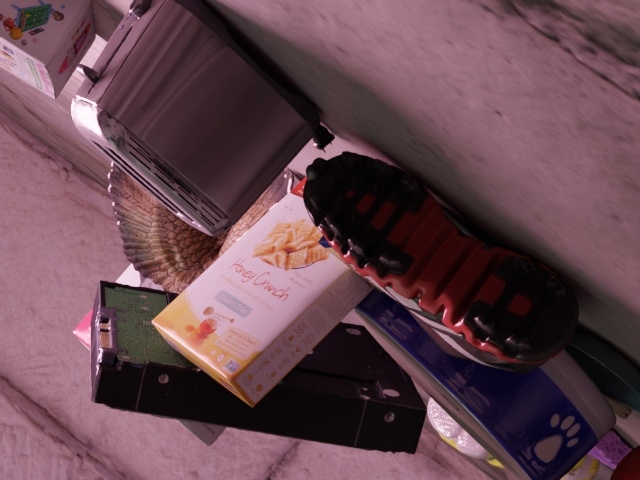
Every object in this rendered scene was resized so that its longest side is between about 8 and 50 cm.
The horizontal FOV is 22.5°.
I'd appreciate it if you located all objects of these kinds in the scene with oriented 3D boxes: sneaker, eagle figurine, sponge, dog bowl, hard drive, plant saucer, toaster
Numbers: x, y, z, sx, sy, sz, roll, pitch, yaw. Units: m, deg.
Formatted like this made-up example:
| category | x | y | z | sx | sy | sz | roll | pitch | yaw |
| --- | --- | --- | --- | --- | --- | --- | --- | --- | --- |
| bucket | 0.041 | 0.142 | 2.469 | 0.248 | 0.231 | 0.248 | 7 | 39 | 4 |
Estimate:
| category | x | y | z | sx | sy | sz | roll | pitch | yaw |
| --- | --- | --- | --- | --- | --- | --- | --- | --- | --- |
| sneaker | 0.256 | 0.265 | 2.102 | 0.240 | 0.091 | 0.126 | 24 | 171 | 28 |
| sneaker | 0.098 | 0.027 | 1.397 | 0.276 | 0.097 | 0.135 | 35 | 165 | 18 |
| eagle figurine | -0.125 | 0.006 | 1.912 | 0.298 | 0.226 | 0.225 | 76 | -175 | -60 |
| sponge | 0.279 | 0.205 | 1.920 | 0.117 | 0.031 | 0.210 | 43 | 172 | -32 |
| dog bowl | 0.158 | 0.121 | 1.571 | 0.265 | 0.104 | 0.265 | 45 | 176 | 4 |
| hard drive | -0.075 | 0.134 | 1.709 | 0.339 | 0.064 | 0.237 | 11 | -165 | -12 |
| plant saucer | 0.264 | 0.117 | 1.482 | 0.119 | 0.021 | 0.119 | 38 | 173 | 5 |
| toaster | -0.109 | -0.106 | 1.420 | 0.227 | 0.146 | 0.129 | 42 | 173 | -29 |

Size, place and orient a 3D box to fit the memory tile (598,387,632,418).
| category | x | y | z | sx | sy | sz | roll | pitch | yaw |
| --- | --- | --- | --- | --- | --- | --- | --- | --- | --- |
| memory tile | 0.256 | 0.128 | 1.624 | 0.148 | 0.012 | 0.113 | 37 | 173 | 13 |

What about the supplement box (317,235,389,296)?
| category | x | y | z | sx | sy | sz | roll | pitch | yaw |
| --- | --- | --- | --- | --- | --- | --- | --- | --- | --- |
| supplement box | 0.059 | -0.005 | 1.474 | 0.083 | 0.083 | 0.056 | 38 | 172 | -9 |

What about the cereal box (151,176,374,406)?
| category | x | y | z | sx | sy | sz | roll | pitch | yaw |
| --- | --- | --- | --- | --- | --- | --- | --- | --- | --- |
| cereal box | -0.032 | 0.037 | 1.567 | 0.173 | 0.240 | 0.047 | 27 | 158 | 54 |

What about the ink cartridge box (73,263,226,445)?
| category | x | y | z | sx | sy | sz | roll | pitch | yaw |
| --- | --- | --- | --- | --- | --- | --- | --- | --- | --- |
| ink cartridge box | -0.149 | 0.088 | 2.199 | 0.226 | 0.306 | 0.131 | 34 | 171 | 31 |

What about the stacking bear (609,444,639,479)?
| category | x | y | z | sx | sy | sz | roll | pitch | yaw |
| --- | --- | --- | --- | --- | --- | --- | --- | --- | --- |
| stacking bear | 0.395 | 0.313 | 1.575 | 0.289 | 0.175 | 0.164 | 47 | 174 | -9 |

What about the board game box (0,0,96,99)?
| category | x | y | z | sx | sy | sz | roll | pitch | yaw |
| --- | --- | --- | --- | --- | --- | --- | --- | --- | --- |
| board game box | -0.405 | -0.291 | 1.795 | 0.303 | 0.097 | 0.224 | 33 | 173 | -4 |
